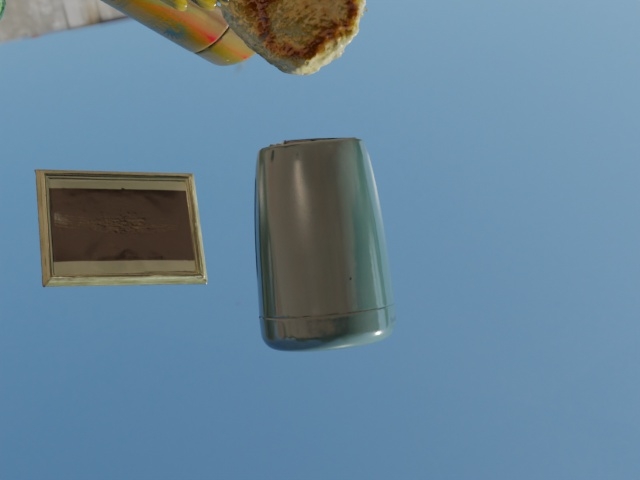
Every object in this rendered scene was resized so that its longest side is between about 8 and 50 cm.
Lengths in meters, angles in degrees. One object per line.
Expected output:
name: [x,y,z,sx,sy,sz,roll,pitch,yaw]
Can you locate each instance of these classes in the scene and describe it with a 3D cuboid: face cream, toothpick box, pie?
face cream: [-0.241,-0.384,1.764,0.139,0.285,0.067,-14,-124,52]
toothpick box: [0.000,0.000,0.914,0.120,0.184,0.120,-5,-178,0]
pie: [-0.037,-0.338,1.455,0.179,0.084,0.205,-45,-100,-6]

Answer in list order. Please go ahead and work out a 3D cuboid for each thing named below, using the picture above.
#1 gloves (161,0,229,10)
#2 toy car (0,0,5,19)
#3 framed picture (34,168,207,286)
gloves: [-0.259,-0.362,1.353,0.294,0.116,0.133,21,-131,-2]
toy car: [-0.398,-0.350,1.069,0.141,0.320,0.097,13,-165,24]
framed picture: [-0.353,-0.026,1.857,0.293,0.018,0.231,-1,-115,-23]
